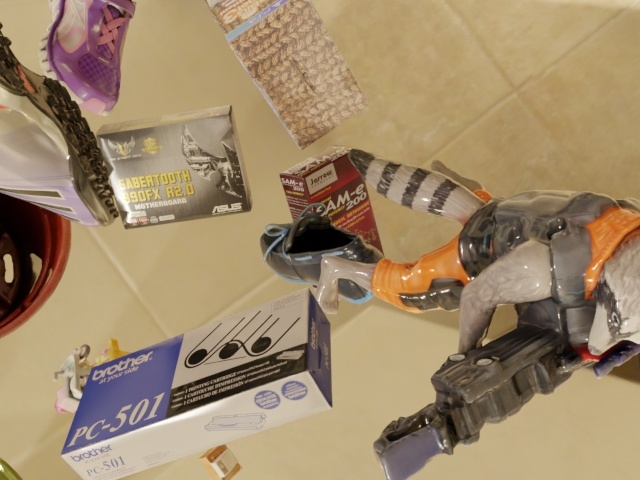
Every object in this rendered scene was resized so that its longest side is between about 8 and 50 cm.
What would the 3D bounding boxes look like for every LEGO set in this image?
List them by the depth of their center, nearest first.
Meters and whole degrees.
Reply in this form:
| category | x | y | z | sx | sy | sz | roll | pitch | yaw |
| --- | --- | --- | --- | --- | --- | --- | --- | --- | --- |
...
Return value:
| category | x | y | z | sx | sy | sz | roll | pitch | yaw |
| --- | --- | --- | --- | --- | --- | --- | --- | --- | --- |
| LEGO set | -0.235 | 0.231 | 1.020 | 0.107 | 0.132 | 0.287 | -34 | 124 | 22 |

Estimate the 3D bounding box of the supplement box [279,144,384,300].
| category | x | y | z | sx | sy | sz | roll | pitch | yaw |
| --- | --- | --- | --- | --- | --- | --- | --- | --- | --- |
| supplement box | 0.026 | -0.032 | 1.350 | 0.073 | 0.130 | 0.240 | 15 | 129 | 49 |

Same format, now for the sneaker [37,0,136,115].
| category | x | y | z | sx | sy | sz | roll | pitch | yaw |
| --- | --- | --- | --- | --- | --- | --- | --- | --- | --- |
| sneaker | -0.264 | -0.252 | 0.907 | 0.104 | 0.095 | 0.236 | -33 | 50 | 24 |

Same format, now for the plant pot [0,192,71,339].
| category | x | y | z | sx | sy | sz | roll | pitch | yaw |
| --- | --- | --- | --- | --- | --- | --- | --- | --- | --- |
| plant pot | -0.455 | 0.016 | 0.922 | 0.272 | 0.272 | 0.265 | 57 | 153 | -2 |

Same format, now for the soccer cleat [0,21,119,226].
| category | x | y | z | sx | sy | sz | roll | pitch | yaw |
| --- | --- | --- | --- | --- | --- | --- | --- | --- | --- |
| soccer cleat | -0.263 | -0.087 | 0.605 | 0.116 | 0.318 | 0.109 | -25 | 67 | 0 |

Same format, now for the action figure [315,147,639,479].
| category | x | y | z | sx | sy | sz | roll | pitch | yaw |
| --- | --- | --- | --- | --- | --- | --- | --- | --- | --- |
| action figure | 0.128 | 0.028 | 0.617 | 0.330 | 0.341 | 0.179 | 12 | 123 | 49 |

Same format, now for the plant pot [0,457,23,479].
| category | x | y | z | sx | sy | sz | roll | pitch | yaw |
| --- | --- | --- | --- | --- | --- | --- | --- | --- | --- |
| plant pot | -0.175 | 0.147 | 0.339 | 0.083 | 0.079 | 0.083 | 12 | 113 | 30 |

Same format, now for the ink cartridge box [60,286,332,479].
| category | x | y | z | sx | sy | sz | roll | pitch | yaw |
| --- | --- | --- | --- | --- | --- | --- | --- | --- | --- |
| ink cartridge box | -0.093 | 0.114 | 0.598 | 0.207 | 0.097 | 0.046 | -22 | 121 | 13 |

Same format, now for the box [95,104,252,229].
| category | x | y | z | sx | sy | sz | roll | pitch | yaw |
| --- | --- | --- | --- | --- | --- | --- | --- | --- | --- |
| box | -0.246 | -0.124 | 1.321 | 0.230 | 0.056 | 0.183 | -7 | 119 | 4 |

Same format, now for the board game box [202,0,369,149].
| category | x | y | z | sx | sy | sz | roll | pitch | yaw |
| --- | --- | --- | --- | --- | --- | --- | --- | --- | --- |
| board game box | -0.071 | -0.338 | 1.322 | 0.141 | 0.291 | 0.232 | -34 | 129 | 4 |

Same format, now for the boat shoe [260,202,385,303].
| category | x | y | z | sx | sy | sz | roll | pitch | yaw |
| --- | --- | --- | --- | --- | --- | --- | --- | --- | --- |
| boat shoe | 0.000 | 0.000 | 0.979 | 0.258 | 0.109 | 0.089 | 11 | 135 | 52 |
